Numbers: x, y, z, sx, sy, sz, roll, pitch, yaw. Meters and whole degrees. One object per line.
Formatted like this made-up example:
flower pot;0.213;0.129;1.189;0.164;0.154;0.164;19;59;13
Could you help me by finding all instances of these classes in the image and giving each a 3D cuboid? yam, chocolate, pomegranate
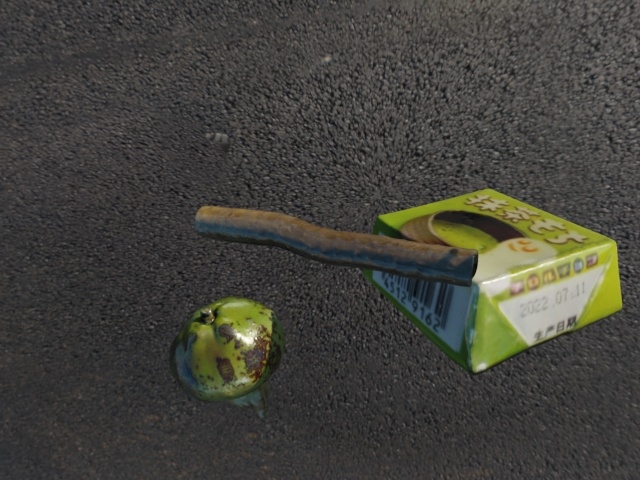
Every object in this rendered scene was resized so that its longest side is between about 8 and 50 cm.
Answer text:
yam;0.000;0.000;0.502;0.327;0.045;0.045;10;75;29
chocolate;0.260;0.036;0.751;0.289;0.301;0.137;-14;119;-20
pomegranate;-0.177;0.253;0.947;0.222;0.204;0.276;-9;93;14
